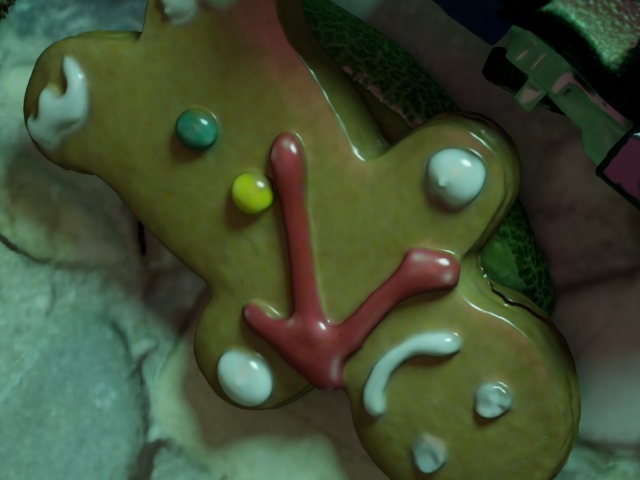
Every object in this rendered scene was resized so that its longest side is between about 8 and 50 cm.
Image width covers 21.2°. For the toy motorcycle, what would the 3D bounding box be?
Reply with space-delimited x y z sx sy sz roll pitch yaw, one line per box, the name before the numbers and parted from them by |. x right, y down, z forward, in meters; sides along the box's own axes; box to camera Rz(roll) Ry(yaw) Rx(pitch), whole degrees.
toy motorcycle | 0.091 -0.136 0.788 0.331 0.196 0.125 40 98 7

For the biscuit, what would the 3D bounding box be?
biscuit | 0.000 0.000 0.868 0.216 0.047 0.339 -38 88 29

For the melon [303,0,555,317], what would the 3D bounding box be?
melon | 0.021 -0.042 0.892 0.262 0.053 0.114 41 108 13

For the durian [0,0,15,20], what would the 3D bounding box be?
durian | -0.206 -0.178 0.947 0.110 0.071 0.140 -14 102 22
